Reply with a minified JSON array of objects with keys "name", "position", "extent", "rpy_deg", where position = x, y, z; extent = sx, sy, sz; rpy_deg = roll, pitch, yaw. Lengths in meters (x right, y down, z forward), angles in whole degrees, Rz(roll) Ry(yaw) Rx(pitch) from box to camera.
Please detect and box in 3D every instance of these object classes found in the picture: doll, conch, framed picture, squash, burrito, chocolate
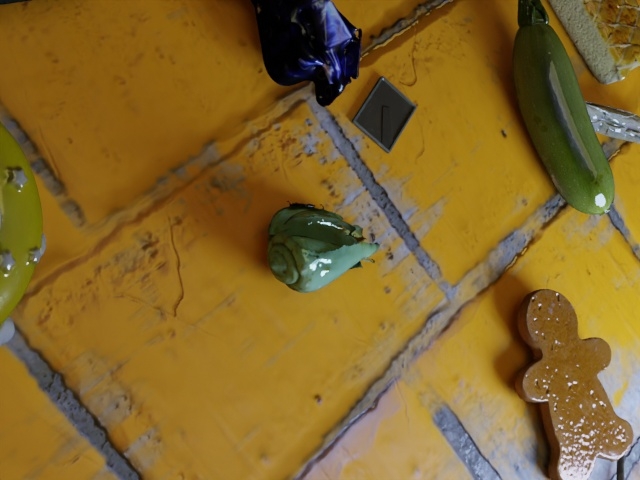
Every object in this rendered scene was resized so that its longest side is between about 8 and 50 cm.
[{"name":"doll","position":[-0.330,-0.012,0.712],"extent":[0.252,0.111,0.237],"rpy_deg":[26,74,-61]},{"name":"conch","position":[0.000,0.000,0.966],"extent":[0.170,0.079,0.106],"rpy_deg":[-15,89,-47]},{"name":"framed picture","position":[0.084,-0.164,1.098],"extent":[0.066,0.006,0.089],"rpy_deg":[39,61,-15]},{"name":"squash","position":[0.330,-0.192,1.195],"extent":[0.094,0.094,0.341],"rpy_deg":[-19,89,-32]},{"name":"burrito","position":[0.437,-0.180,1.277],"extent":[0.185,0.045,0.041],"rpy_deg":[8,50,-25]},{"name":"chocolate","position":[-0.058,-0.316,1.008],"extent":[0.148,0.126,0.343],"rpy_deg":[-22,89,7]}]

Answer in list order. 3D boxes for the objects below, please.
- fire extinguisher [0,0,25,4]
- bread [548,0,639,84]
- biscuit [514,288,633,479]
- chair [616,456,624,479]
[{"name":"fire extinguisher","position":[-0.330,-0.282,0.842],"extent":[0.311,0.114,0.095],"rpy_deg":[-22,123,-34]},{"name":"bread","position":[0.446,-0.348,1.320],"extent":[0.125,0.068,0.188],"rpy_deg":[-33,93,-33]},{"name":"biscuit","position":[0.322,0.185,1.109],"extent":[0.165,0.036,0.250],"rpy_deg":[-19,88,-30]},{"name":"chair","position":[0.429,0.368,1.078],"extent":[0.104,0.095,0.222],"rpy_deg":[25,65,-8]}]
